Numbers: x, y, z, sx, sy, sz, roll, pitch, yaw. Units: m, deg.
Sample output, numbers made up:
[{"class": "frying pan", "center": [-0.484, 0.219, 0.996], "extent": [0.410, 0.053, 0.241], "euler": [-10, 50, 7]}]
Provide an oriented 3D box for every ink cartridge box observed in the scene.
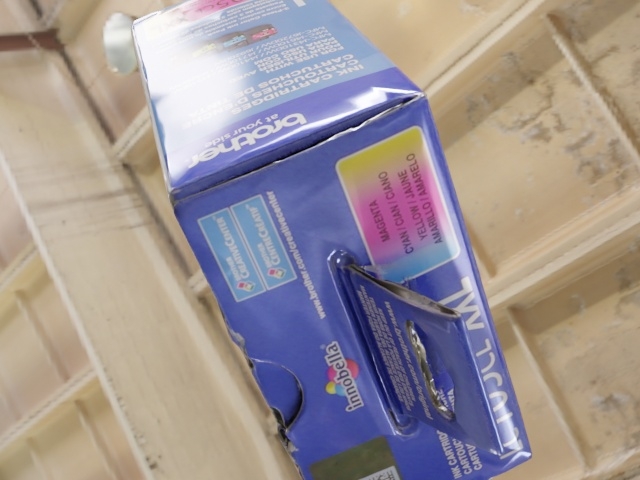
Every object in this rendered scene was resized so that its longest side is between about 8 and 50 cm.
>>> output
[{"class": "ink cartridge box", "center": [0.000, 0.000, 0.634], "extent": [0.395, 0.151, 0.270], "euler": [-114, -178, -60]}]
